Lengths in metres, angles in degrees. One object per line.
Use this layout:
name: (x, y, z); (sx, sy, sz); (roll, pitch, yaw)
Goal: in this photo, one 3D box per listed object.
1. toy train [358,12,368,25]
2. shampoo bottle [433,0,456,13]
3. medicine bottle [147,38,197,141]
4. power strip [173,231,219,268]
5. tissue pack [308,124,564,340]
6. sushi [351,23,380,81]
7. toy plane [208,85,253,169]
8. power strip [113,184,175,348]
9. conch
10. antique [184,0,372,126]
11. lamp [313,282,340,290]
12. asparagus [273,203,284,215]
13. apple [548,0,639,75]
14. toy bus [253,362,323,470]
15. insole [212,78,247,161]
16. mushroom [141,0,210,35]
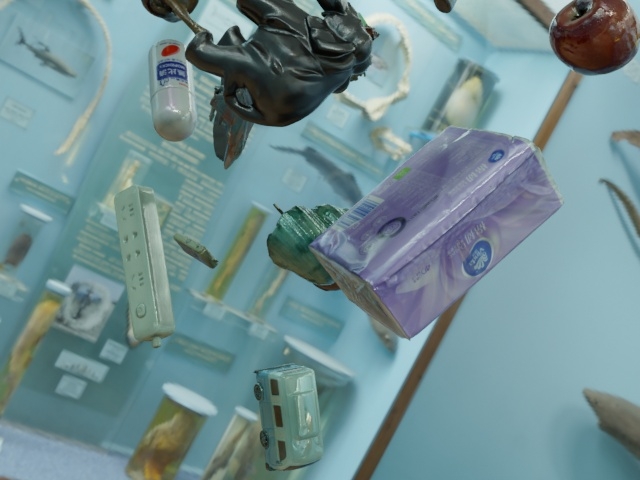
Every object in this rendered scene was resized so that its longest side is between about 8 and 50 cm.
toy train: (0.077, -0.691, 2.649); (0.119, 0.251, 0.085); (57, -38, 0)
shampoo bottle: (0.366, -0.712, 2.053); (0.049, 0.233, 0.087); (18, -19, 29)
medicine bottle: (-0.425, -0.423, 2.227); (0.130, 0.130, 0.341); (28, 37, -40)
power strip: (-0.337, 0.028, 2.107); (0.169, 0.028, 0.076); (24, -25, 46)
tissue pack: (0.182, -0.023, 1.236); (0.160, 0.338, 0.242); (54, -9, -25)
sushi: (0.034, -0.387, 1.697); (0.226, 0.103, 0.097); (-20, -8, 20)
toy plane: (-0.189, -0.292, 1.813); (0.223, 0.326, 0.104); (-22, 68, -38)
power strip: (-0.407, 0.060, 1.794); (0.091, 0.385, 0.062); (-23, -20, 31)
conch: (0.003, -0.001, 1.588); (0.134, 0.202, 0.196); (18, -38, 24)
antique: (-0.061, -0.361, 1.497); (0.255, 0.322, 0.185); (41, -11, 10)
lamp: (0.006, 0.028, 1.981); (0.180, 0.180, 0.258); (28, -1, -40)
asparagus: (-0.096, -0.065, 2.368); (0.013, 0.016, 0.166); (20, -19, 44)
apple: (0.589, -0.441, 1.669); (0.168, 0.181, 0.181); (49, -12, -33)
toy bus: (-0.076, 0.468, 2.039); (0.133, 0.271, 0.165); (-5, -3, -32)
insole: (-0.241, -0.374, 2.143); (0.111, 0.328, 0.007); (0, -10, 13)
mushroom: (-0.397, -0.660, 2.263); (0.217, 0.148, 0.227); (52, 24, 17)
